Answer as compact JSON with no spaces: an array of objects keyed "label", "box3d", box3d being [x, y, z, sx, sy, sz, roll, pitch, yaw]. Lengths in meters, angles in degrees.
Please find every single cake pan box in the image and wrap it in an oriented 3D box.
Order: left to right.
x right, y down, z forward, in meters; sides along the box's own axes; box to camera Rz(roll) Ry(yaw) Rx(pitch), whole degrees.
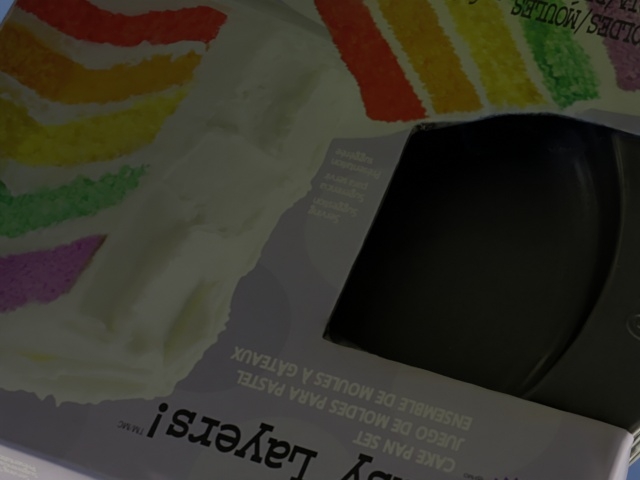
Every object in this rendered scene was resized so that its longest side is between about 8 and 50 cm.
[{"label":"cake pan box","box3d":[0.000,0.000,0.632,0.267,0.246,0.070,17,151,14]}]
